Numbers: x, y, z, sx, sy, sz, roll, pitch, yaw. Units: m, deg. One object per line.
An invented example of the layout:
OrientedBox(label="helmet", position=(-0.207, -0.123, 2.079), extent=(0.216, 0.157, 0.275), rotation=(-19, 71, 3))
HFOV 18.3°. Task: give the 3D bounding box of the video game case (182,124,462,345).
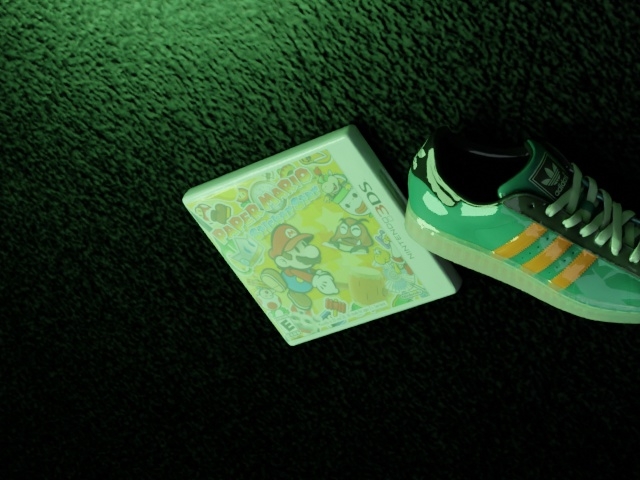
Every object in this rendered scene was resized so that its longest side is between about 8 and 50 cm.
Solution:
OrientedBox(label="video game case", position=(0.000, 0.000, 2.017), extent=(0.227, 0.026, 0.206), rotation=(-20, 116, 37))

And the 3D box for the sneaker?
OrientedBox(label="sneaker", position=(0.220, -0.018, 1.835), extent=(0.302, 0.108, 0.121), rotation=(18, 137, 15))
